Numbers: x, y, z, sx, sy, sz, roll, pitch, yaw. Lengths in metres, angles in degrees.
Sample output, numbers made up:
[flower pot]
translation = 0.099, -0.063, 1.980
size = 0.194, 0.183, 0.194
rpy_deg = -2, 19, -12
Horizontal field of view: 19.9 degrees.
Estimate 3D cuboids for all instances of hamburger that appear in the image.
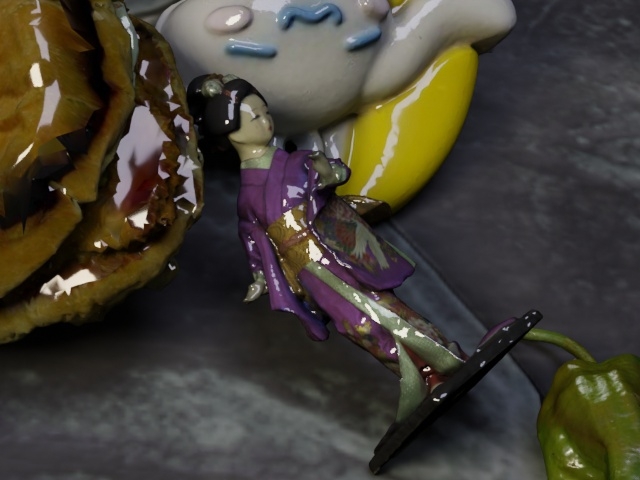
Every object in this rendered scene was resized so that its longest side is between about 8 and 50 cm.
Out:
[hamburger]
translation = -0.163, -0.048, 0.834
size = 0.206, 0.130, 0.183
rpy_deg = -13, 63, 6

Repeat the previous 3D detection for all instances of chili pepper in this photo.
[chili pepper]
translation = 0.133, 0.101, 0.836
size = 0.073, 0.072, 0.204
rpy_deg = 10, 46, -3

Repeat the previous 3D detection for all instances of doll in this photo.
[doll]
translation = -0.015, -0.118, 0.962
size = 0.252, 0.111, 0.237
rpy_deg = -4, 85, -26

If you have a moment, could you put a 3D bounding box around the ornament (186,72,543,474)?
[ornament]
translation = 0.005, -0.002, 0.848
size = 0.088, 0.081, 0.203
rpy_deg = -33, 84, -38
